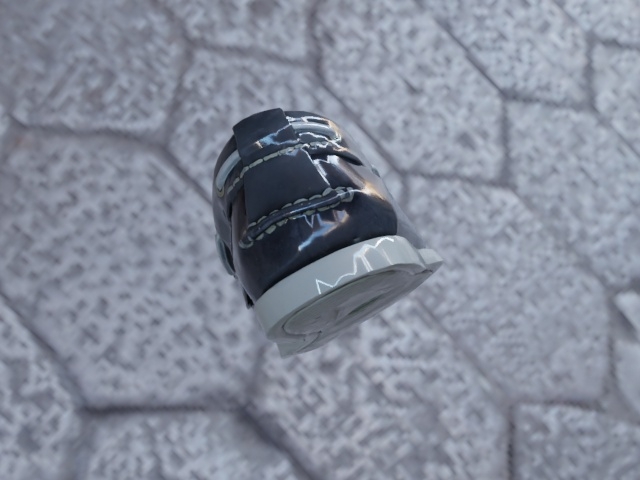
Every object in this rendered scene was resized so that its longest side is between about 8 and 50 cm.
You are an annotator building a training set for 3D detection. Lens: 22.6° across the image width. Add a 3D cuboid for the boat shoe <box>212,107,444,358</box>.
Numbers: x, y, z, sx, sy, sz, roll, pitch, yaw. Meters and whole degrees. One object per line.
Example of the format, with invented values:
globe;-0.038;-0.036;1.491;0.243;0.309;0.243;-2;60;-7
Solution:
boat shoe;0.000;0.000;0.672;0.079;0.084;0.233;59;-1;9
